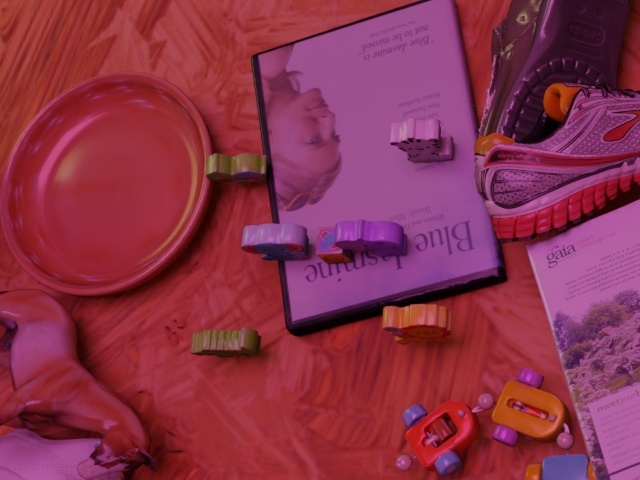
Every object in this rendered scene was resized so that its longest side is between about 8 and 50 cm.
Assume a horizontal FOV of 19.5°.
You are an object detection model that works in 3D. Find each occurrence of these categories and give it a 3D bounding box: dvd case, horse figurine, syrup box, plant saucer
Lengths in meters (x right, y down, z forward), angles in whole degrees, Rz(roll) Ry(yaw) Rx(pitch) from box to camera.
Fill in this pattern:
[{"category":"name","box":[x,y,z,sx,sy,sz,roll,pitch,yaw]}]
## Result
[{"category":"dvd case","box":[0.041,-0.062,1.489,0.180,0.022,0.253,-16,66,17]},{"category":"horse figurine","box":[-0.247,0.103,1.495,0.174,0.066,0.263,-13,35,-14]},{"category":"syrup box","box":[0.223,0.096,1.281,0.093,0.096,0.237,-23,48,13]},{"category":"plant saucer","box":[-0.175,-0.044,1.567,0.200,0.037,0.200,-8,68,21]}]

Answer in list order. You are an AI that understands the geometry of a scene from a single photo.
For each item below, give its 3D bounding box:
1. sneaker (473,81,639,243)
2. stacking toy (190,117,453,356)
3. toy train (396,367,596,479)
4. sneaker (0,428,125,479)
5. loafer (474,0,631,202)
[{"category":"sneaker","box":[0.213,-0.083,1.349,0.225,0.088,0.092,-27,95,-14]},{"category":"stacking toy","box":[0.000,0.000,1.442,0.221,0.052,0.167,-5,69,23]},{"category":"toy train","box":[0.139,0.166,1.351,0.125,0.046,0.166,-43,57,5]},{"category":"sneaker","box":[-0.174,0.201,1.459,0.212,0.080,0.094,24,56,22]},{"category":"loafer","box":[0.177,-0.130,1.432,0.087,0.094,0.251,3,73,69]}]
